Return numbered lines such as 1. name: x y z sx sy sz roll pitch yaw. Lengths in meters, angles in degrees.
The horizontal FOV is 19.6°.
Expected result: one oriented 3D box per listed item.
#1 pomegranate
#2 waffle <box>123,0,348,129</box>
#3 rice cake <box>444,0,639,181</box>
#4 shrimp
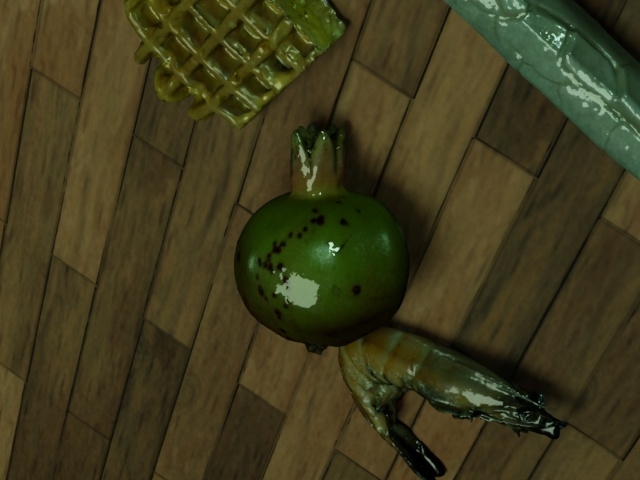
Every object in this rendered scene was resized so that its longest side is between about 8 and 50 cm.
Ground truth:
1. pomegranate: 0.000 0.000 1.649 0.159 0.159 0.205 6 103 37
2. waffle: -0.092 -0.182 1.617 0.160 0.055 0.211 46 142 -6
3. rice cake: 0.198 -0.134 1.409 0.336 0.066 0.063 41 133 1
4. shrimp: 0.132 0.175 1.771 0.262 0.051 0.198 17 142 32
